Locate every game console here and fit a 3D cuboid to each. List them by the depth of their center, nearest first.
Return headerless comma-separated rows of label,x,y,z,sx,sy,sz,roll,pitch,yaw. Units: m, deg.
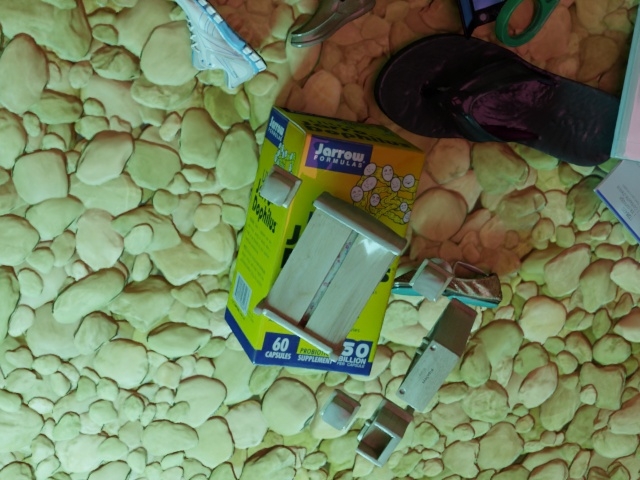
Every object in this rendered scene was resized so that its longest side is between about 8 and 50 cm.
game console,0.245,-0.383,1.879,0.107,0.071,0.122,-20,113,-10

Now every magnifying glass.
magnifying glass,0.364,-0.391,1.928,0.231,0.026,0.092,-39,142,-6

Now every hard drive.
hard drive,0.598,-0.268,1.991,0.203,0.040,0.307,10,93,-5

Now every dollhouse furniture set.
dollhouse furniture set,0.030,0.093,1.774,0.355,0.174,0.303,32,111,4

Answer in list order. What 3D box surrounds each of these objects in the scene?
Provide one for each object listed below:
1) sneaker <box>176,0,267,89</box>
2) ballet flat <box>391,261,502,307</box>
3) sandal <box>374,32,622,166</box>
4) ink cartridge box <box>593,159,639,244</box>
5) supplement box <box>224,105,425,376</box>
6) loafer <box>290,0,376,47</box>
sneaker,-0.166,-0.293,1.781,0.083,0.071,0.190,-42,115,5
ballet flat,0.206,0.066,2.029,0.206,0.073,0.067,10,77,-23
sandal,0.303,-0.217,1.932,0.446,0.107,0.167,9,105,-21
ink cartridge box,0.640,-0.109,2.101,0.307,0.072,0.303,-45,116,2
supplement box,0.000,0.000,1.860,0.194,0.195,0.356,8,105,-20
loafer,0.012,-0.337,1.831,0.148,0.056,0.050,-35,114,-15
